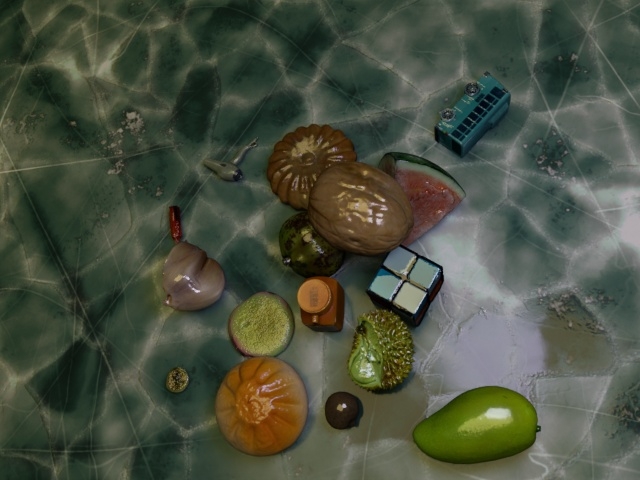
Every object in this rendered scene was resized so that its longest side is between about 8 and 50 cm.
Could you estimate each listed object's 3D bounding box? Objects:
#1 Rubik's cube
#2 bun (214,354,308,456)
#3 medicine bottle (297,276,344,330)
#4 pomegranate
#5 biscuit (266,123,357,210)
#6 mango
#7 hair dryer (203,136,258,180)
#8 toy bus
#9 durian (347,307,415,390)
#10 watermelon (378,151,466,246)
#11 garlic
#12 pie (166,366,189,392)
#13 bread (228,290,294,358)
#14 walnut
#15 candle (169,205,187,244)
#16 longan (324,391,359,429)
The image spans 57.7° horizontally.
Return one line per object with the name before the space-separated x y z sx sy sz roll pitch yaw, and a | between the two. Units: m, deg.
Rubik's cube | 0.258 0.136 1.752 0.167 0.180 0.184 27 81 20
bun | -0.185 0.488 1.740 0.298 0.165 0.299 -3 71 10
medicine bottle | 0.003 0.191 1.766 0.111 0.222 0.150 -1 72 12
pomegranate | 0.005 -0.001 1.836 0.276 0.204 0.222 -27 96 6
biscuit | -0.035 -0.263 1.997 0.325 0.107 0.326 -5 71 14
mango | 0.423 0.512 1.602 0.342 0.156 0.193 -16 68 8
hair dryer | -0.331 -0.307 2.105 0.167 0.067 0.199 11 64 21
toy bus | 0.504 -0.411 1.912 0.147 0.128 0.256 43 87 19
durian | 0.178 0.313 1.693 0.200 0.176 0.237 17 115 36
watermelon | 0.300 -0.149 1.879 0.282 0.250 0.293 24 121 -6
garlic | -0.415 0.124 1.895 0.217 0.110 0.228 33 53 -13
pie | -0.466 0.452 1.889 0.084 0.021 0.084 -4 72 11
bread | -0.195 0.275 1.884 0.228 0.033 0.229 -4 72 12
walnut | 0.116 -0.085 1.668 0.312 0.277 0.252 20 90 7
candle | -0.508 -0.046 2.060 0.053 0.048 0.162 -28 64 39
longan | 0.065 0.504 1.718 0.113 0.092 0.114 0 75 -1
